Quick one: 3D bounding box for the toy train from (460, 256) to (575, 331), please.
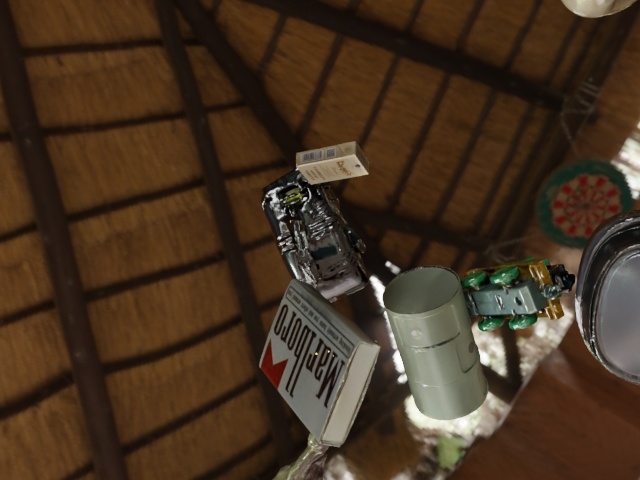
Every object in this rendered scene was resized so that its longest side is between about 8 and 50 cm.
[{"bbox_3d":[0.302,0.073,1.365,0.136,0.091,0.228,-25,5,-27],"label":"toy train"}]

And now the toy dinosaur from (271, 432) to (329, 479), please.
[{"bbox_3d":[-0.044,0.398,1.429,0.162,0.077,0.294,-30,-20,-31],"label":"toy dinosaur"}]

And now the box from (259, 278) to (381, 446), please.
[{"bbox_3d":[-0.005,0.125,0.950,0.036,0.177,0.115,15,-78,-28],"label":"box"}]

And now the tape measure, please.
[{"bbox_3d":[0.000,0.000,1.281,0.112,0.186,0.199,-24,-10,7],"label":"tape measure"}]

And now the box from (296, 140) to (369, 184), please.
[{"bbox_3d":[0.016,-0.100,1.161,0.053,0.083,0.024,49,-145,-58],"label":"box"}]

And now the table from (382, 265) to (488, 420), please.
[{"bbox_3d":[0.184,0.164,1.420,0.126,0.126,0.220,-42,-54,-34],"label":"table"}]

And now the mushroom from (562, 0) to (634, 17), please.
[{"bbox_3d":[0.571,-0.476,1.543,0.292,0.290,0.292,-38,-18,-14],"label":"mushroom"}]

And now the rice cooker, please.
[{"bbox_3d":[0.493,0.075,1.287,0.267,0.267,0.224,-66,-10,18],"label":"rice cooker"}]
